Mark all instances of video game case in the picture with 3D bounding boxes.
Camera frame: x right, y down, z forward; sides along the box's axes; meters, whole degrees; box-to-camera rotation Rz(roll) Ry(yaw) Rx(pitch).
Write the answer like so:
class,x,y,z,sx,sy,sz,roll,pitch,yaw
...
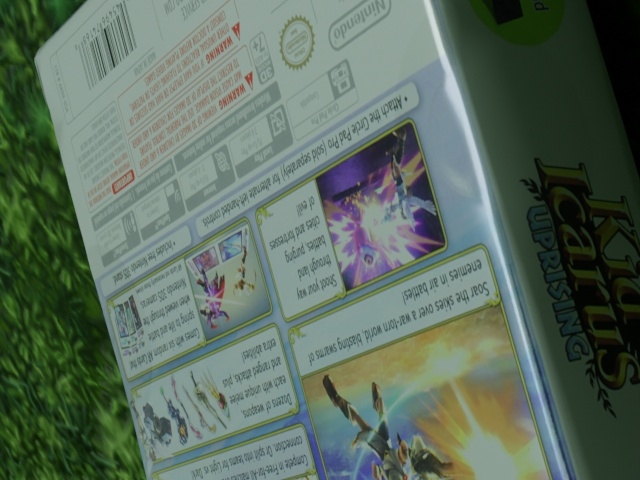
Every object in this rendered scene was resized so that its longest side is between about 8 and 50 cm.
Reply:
class,x,y,z,sx,sy,sz,roll,pitch,yaw
video game case,0.000,0.000,0.556,0.269,0.061,0.244,-27,75,57
